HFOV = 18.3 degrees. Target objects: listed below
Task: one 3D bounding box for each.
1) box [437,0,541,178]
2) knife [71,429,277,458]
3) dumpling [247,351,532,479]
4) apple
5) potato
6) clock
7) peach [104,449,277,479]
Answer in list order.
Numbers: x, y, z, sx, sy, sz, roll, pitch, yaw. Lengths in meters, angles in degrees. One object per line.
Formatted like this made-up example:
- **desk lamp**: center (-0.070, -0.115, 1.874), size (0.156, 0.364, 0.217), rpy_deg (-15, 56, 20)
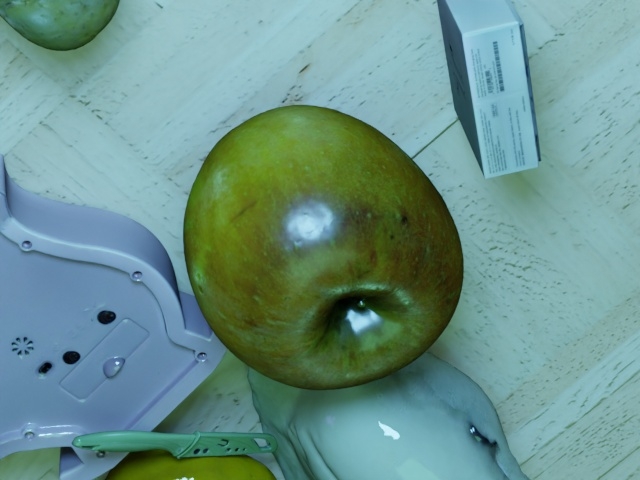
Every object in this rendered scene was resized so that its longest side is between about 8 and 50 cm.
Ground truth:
- **box**: center (0.134, -0.139, 1.594), size (0.051, 0.129, 0.130), rpy_deg (-12, 120, -2)
- **knife**: center (-0.124, 0.179, 1.729), size (0.207, 0.014, 0.030), rpy_deg (4, 124, -33)
- **dumpling**: center (0.054, 0.192, 1.779), size (0.175, 0.243, 0.227), rpy_deg (-11, 151, -43)
- **apple**: center (0.000, 0.000, 1.622), size (0.237, 0.207, 0.237), rpy_deg (-10, 130, -12)
- **potato**: center (-0.216, -0.231, 1.484), size (0.157, 0.157, 0.194), rpy_deg (-23, 122, 5)
- **clock**: center (-0.258, 0.089, 1.700), size (0.275, 0.080, 0.290), rpy_deg (35, 109, -24)
- **peach**: center (-0.119, 0.261, 1.805), size (0.179, 0.103, 0.179), rpy_deg (-3, 115, -6)
